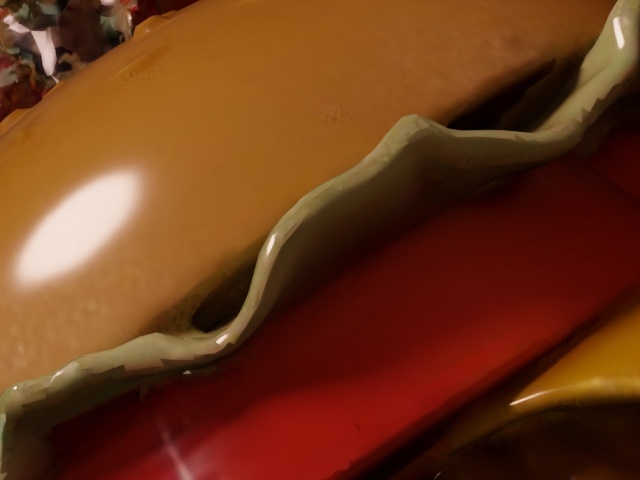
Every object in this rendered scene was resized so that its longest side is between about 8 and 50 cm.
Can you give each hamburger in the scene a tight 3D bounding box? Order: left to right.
[{"bbox_3d":[0.007,0.053,0.445,0.212,0.274,0.274,56,174,11],"label":"hamburger"}]

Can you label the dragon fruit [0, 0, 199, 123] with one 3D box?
[{"bbox_3d":[-0.077,-0.071,0.562,0.153,0.153,0.111,60,-172,3],"label":"dragon fruit"}]
